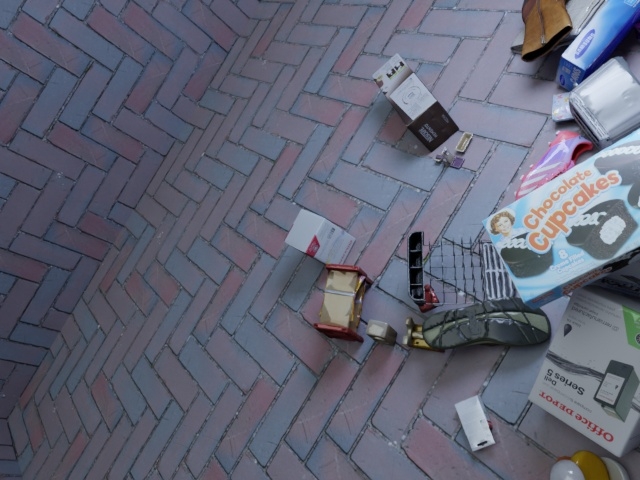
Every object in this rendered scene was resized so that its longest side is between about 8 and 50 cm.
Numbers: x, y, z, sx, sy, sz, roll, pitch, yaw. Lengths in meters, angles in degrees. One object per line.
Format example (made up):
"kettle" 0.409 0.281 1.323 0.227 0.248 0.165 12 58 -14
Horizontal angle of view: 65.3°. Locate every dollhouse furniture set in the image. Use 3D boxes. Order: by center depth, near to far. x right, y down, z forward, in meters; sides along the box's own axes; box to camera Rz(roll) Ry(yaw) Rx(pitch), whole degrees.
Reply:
"dollhouse furniture set" 0.183 0.199 1.438 0.374 0.152 0.201 5 70 24
"dollhouse furniture set" 0.400 -0.295 1.526 0.091 0.081 0.114 28 88 45

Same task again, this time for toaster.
"toaster" 0.717 -0.319 1.220 0.146 0.129 0.227 -34 69 21

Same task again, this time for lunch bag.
"lunch bag" 0.667 -0.357 1.352 0.071 0.053 0.083 -5 55 36

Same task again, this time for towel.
"towel" 0.684 -0.628 1.423 0.187 0.049 0.282 -53 21 3

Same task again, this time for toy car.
"toy car" 0.517 0.513 0.979 0.136 0.159 0.182 123 149 -55

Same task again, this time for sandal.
"sandal" 0.406 0.211 1.242 0.303 0.086 0.120 -8 67 20

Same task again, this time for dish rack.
"dish rack" 0.367 0.074 1.306 0.272 0.074 0.208 -3 60 13

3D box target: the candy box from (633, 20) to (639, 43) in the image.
"candy box" 0.923 -0.531 1.210 0.233 0.071 0.159 -30 51 26

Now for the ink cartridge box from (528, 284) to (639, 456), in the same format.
"ink cartridge box" 0.575 0.253 1.004 0.198 0.115 0.272 30 110 46

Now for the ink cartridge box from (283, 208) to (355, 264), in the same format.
"ink cartridge box" 0.000 0.000 1.648 0.127 0.176 0.128 24 84 47

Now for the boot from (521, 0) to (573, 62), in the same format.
"boot" 0.644 -0.647 1.335 0.264 0.096 0.280 -32 32 46

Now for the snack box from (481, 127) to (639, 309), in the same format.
"snack box" 0.467 -0.036 0.867 0.322 0.060 0.187 -34 51 24

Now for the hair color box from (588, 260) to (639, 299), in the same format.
"hair color box" 0.594 0.020 1.013 0.185 0.339 0.110 19 81 44

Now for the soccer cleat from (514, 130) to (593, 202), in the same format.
"soccer cleat" 0.599 -0.174 1.298 0.095 0.083 0.248 35 90 40

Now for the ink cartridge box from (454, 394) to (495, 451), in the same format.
"ink cartridge box" 0.375 0.439 1.201 0.063 0.029 0.115 -32 52 23

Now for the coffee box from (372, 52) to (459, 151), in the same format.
"coffee box" 0.305 -0.451 1.629 0.119 0.168 0.297 -39 48 19

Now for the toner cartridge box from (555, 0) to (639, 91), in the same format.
"toner cartridge box" 0.762 -0.563 1.291 0.075 0.165 0.348 42 98 20
